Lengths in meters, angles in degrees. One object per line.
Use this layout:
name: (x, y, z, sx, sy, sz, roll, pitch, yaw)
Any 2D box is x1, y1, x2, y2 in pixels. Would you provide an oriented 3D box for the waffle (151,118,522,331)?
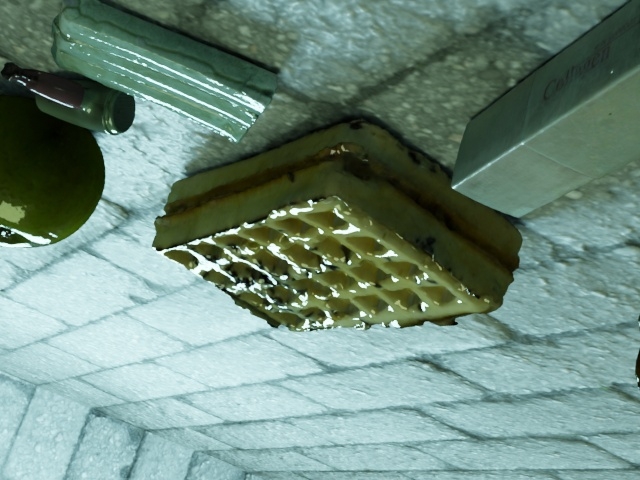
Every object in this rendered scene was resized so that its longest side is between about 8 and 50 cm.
waffle: (0.000, 0.001, 1.191, 0.261, 0.114, 0.376, 31, 155, -31)

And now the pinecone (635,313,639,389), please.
pinecone: (0.402, 0.107, 0.945, 0.244, 0.243, 0.309, 12, -177, 14)

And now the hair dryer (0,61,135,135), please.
hair dryer: (-0.264, -0.153, 1.074, 0.106, 0.054, 0.154, 14, 176, 20)

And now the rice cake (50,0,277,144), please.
rice cake: (-0.155, -0.163, 1.021, 0.211, 0.038, 0.124, 24, 158, -12)

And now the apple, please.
apple: (-0.346, -0.075, 1.226, 0.197, 0.156, 0.196, 9, 162, 3)

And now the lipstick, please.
lipstick: (0.222, -0.110, 0.806, 0.080, 0.076, 0.371, 22, 158, -15)
